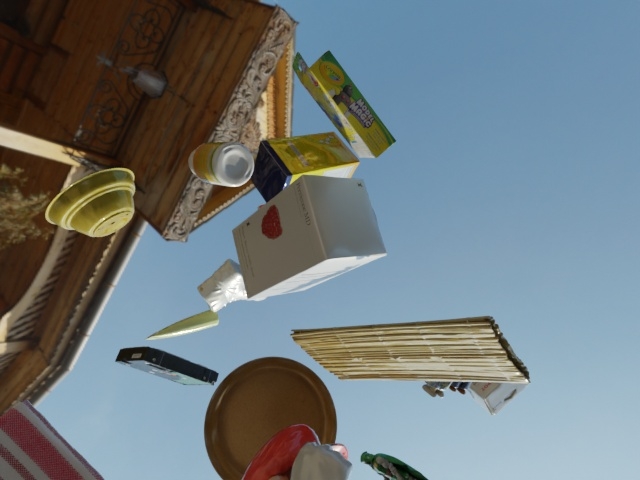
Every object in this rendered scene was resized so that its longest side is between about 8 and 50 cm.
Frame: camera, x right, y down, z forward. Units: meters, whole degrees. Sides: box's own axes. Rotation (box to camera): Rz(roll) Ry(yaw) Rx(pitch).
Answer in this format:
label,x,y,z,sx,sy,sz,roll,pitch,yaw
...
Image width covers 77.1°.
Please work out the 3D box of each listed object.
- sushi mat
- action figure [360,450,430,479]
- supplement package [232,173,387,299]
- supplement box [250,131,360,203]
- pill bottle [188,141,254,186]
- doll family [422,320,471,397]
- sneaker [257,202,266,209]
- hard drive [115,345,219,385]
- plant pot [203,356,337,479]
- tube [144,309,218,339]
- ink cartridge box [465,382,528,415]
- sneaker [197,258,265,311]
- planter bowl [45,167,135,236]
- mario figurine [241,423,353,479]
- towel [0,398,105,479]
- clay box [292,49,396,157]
label,x,y,z,sx,sy,sz,roll,pitch,yaw
sushi mat,0.113,0.165,0.586,0.317,0.151,0.019,-14,-139,37
action figure,0.221,0.667,1.138,0.232,0.063,0.137,24,-49,13
supplement package,-0.037,0.000,0.879,0.293,0.175,0.177,-30,-110,45
supplement box,-0.061,-0.276,1.566,0.195,0.357,0.194,54,-39,23
pill bottle,-0.334,-0.251,1.307,0.246,0.136,0.136,15,-89,49
doll family,0.308,0.253,0.859,0.118,0.263,0.163,46,-63,53
sneaker,-0.203,-0.070,1.576,0.116,0.136,0.313,-32,-147,37
hard drive,-0.614,0.512,1.626,0.237,0.339,0.064,-15,-131,38
plant pot,-0.089,0.333,0.730,0.237,0.032,0.236,1,-105,-3
tube,-0.463,0.291,1.355,0.062,0.240,0.070,38,-55,35
ink cartridge box,0.486,0.393,1.215,0.154,0.093,0.212,-38,-153,-8
sneaker,-0.306,0.175,1.376,0.169,0.292,0.108,-39,-120,-2
planter bowl,-0.522,-0.072,0.965,0.217,0.217,0.090,-39,-92,17
mario figurine,0.021,0.318,0.370,0.198,0.170,0.320,-55,-150,21
towel,-0.294,0.254,0.329,0.029,0.197,0.144,-28,-79,45
clay box,0.038,-0.253,0.740,0.053,0.127,0.222,-40,-75,0
